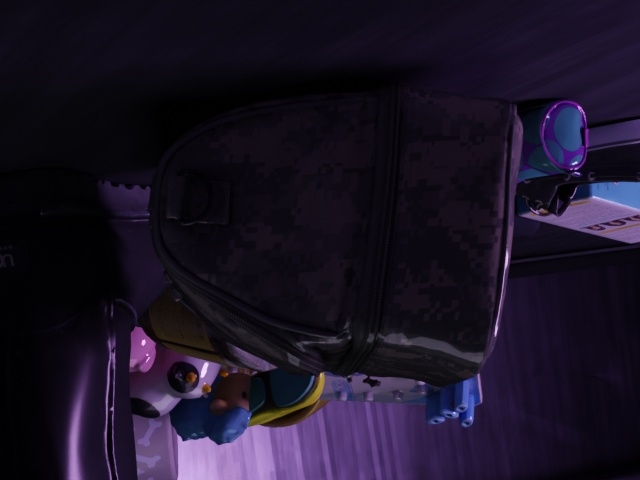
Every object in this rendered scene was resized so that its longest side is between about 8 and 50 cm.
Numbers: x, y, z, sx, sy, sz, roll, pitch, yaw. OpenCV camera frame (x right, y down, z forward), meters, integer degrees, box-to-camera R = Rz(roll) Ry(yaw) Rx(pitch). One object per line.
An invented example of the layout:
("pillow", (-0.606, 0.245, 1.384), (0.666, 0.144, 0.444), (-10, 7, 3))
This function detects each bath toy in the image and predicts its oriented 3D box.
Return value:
("bath toy", (-0.239, 0.138, 1.707), (0.151, 0.129, 0.348), (-44, 124, 14))

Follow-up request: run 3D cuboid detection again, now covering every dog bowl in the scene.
("dog bowl", (-0.270, 0.208, 2.039), (0.102, 0.349, 0.349), (-5, 174, -5))

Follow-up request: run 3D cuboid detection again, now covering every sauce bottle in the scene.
("sauce bottle", (-0.133, 0.072, 1.503), (0.111, 0.111, 0.344), (-5, -174, -29))

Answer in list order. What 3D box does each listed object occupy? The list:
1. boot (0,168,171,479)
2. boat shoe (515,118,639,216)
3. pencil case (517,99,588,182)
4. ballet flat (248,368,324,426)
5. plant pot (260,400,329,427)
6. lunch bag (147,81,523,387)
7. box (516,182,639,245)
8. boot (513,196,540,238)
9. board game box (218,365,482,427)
("boot", (-0.191, 0.179, 1.247), (0.146, 0.445, 0.367), (-11, 174, 20))
("boat shoe", (0.236, -0.062, 1.377), (0.228, 0.076, 0.080), (-12, 173, 27))
("pencil case", (0.161, -0.074, 1.201), (0.070, 0.065, 0.151), (17, 160, -37))
("ballet flat", (-0.046, 0.192, 1.799), (0.077, 0.077, 0.231), (6, 156, -36))
("plant pot", (-0.031, 0.125, 2.107), (0.254, 0.254, 0.239), (-13, -172, 37))
("lunch bag", (0.000, 0.000, 1.067), (0.256, 0.213, 0.305), (8, 173, -1))
("box", (0.333, -0.046, 1.549), (0.244, 0.060, 0.100), (11, 162, -43))
("boot", (0.100, -0.014, 1.545), (0.246, 0.094, 0.207), (-4, -177, 31))
("board game box", (0.003, 0.129, 1.790), (0.389, 0.050, 0.390), (1, 146, 12))
